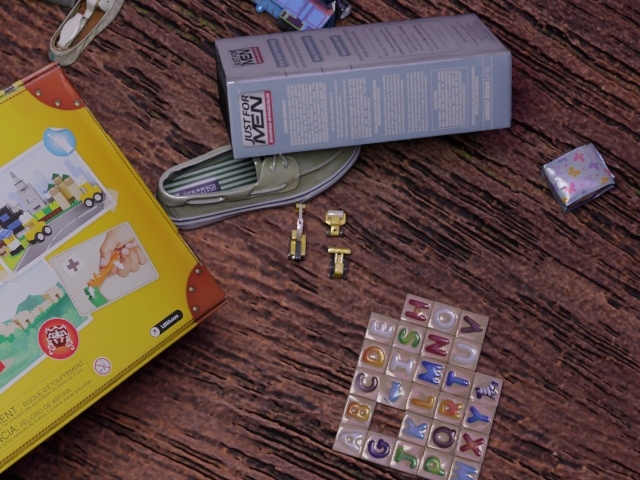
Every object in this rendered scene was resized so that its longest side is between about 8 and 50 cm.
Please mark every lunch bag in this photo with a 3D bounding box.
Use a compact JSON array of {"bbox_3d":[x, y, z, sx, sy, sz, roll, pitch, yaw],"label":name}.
[{"bbox_3d":[0.362,-0.088,1.930,0.083,0.053,0.071,-29,76,-1],"label":"lunch bag"}]

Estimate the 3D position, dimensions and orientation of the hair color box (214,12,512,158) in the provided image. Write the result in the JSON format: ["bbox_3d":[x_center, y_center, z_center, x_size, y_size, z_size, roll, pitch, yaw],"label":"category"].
[{"bbox_3d":[0.053,-0.213,1.863,0.375,0.185,0.113,-6,116,-7],"label":"hair color box"}]

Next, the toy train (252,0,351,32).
[{"bbox_3d":[-0.047,-0.358,1.968,0.184,0.080,0.105,37,81,6],"label":"toy train"}]

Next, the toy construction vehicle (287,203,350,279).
[{"bbox_3d":[0.000,0.000,1.888,0.086,0.035,0.098,6,74,-2],"label":"toy construction vehicle"}]

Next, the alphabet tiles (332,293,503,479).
[{"bbox_3d":[0.142,0.198,1.855,0.198,0.009,0.237,16,74,1],"label":"alphabet tiles"}]

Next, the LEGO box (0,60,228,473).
[{"bbox_3d":[-0.421,0.074,1.634,0.500,0.193,0.372,-37,92,-35],"label":"LEGO box"}]

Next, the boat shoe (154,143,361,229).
[{"bbox_3d":[-0.081,-0.094,1.879,0.302,0.094,0.109,-23,77,-10],"label":"boat shoe"}]

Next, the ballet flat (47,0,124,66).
[{"bbox_3d":[-0.327,-0.318,1.948,0.057,0.052,0.168,29,74,4],"label":"ballet flat"}]

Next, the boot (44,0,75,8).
[{"bbox_3d":[-0.449,-0.362,1.939,0.209,0.189,0.076,10,30,-27],"label":"boot"}]
